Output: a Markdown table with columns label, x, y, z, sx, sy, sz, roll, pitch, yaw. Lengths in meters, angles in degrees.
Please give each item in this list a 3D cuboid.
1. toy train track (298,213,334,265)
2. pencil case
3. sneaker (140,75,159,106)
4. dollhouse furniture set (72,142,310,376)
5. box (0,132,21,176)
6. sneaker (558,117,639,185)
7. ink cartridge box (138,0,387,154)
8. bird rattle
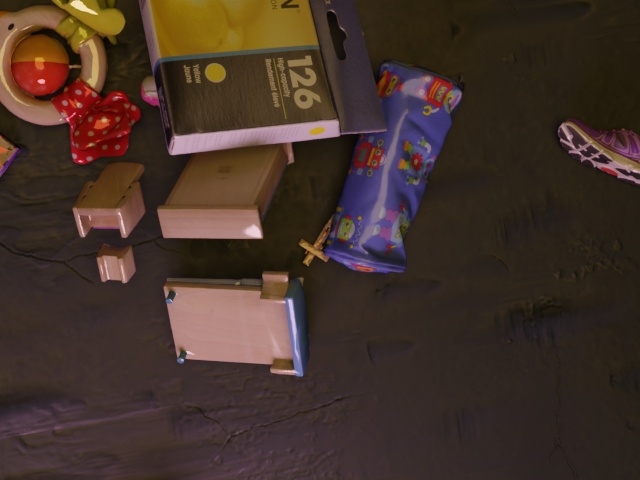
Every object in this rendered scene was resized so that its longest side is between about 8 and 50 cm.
| label | x | y | z | sx | sy | sz | roll | pitch | yaw |
| --- | --- | --- | --- | --- | --- | --- | --- | --- | --- |
| toy train track | 0.000 | 0.000 | 1.946 | 0.048 | 0.014 | 0.083 | 32 | 82 | 1 |
| pencil case | 0.104 | -0.101 | 1.904 | 0.133 | 0.119 | 0.306 | 19 | 88 | -45 |
| sneaker | -0.129 | -0.242 | 1.887 | 0.252 | 0.103 | 0.111 | -11 | 88 | -13 |
| dollhouse furniture set | -0.153 | 0.029 | 1.904 | 0.286 | 0.198 | 0.303 | 1 | 124 | 14 |
| box | -0.588 | -0.136 | 1.849 | 0.293 | 0.057 | 0.201 | 37 | 88 | -6 |
| sneaker | 0.423 | -0.139 | 1.977 | 0.170 | 0.068 | 0.071 | 25 | 73 | -15 |
| ink cartridge box | -0.079 | -0.278 | 1.813 | 0.307 | 0.072 | 0.303 | -9 | 72 | -16 |
| bird rattle | -0.352 | -0.233 | 1.867 | 0.207 | 0.143 | 0.253 | 2 | 105 | 5 |
